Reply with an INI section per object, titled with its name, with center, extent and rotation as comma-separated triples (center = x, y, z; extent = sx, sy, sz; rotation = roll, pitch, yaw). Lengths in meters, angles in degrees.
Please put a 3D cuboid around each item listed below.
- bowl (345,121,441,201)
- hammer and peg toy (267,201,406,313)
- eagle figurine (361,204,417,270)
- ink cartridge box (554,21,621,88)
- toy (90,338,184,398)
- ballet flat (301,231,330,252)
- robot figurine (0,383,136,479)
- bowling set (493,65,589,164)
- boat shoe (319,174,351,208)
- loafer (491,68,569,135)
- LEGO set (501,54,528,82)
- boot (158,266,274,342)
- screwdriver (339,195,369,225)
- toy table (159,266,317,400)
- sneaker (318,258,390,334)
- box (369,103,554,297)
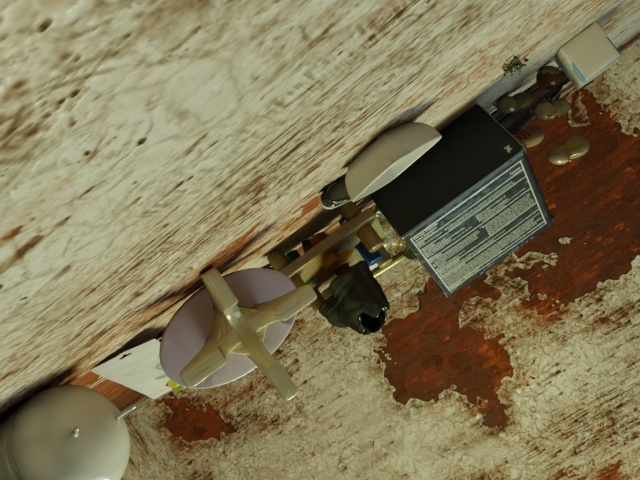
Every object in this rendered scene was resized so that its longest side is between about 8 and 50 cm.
[bowl]
center = 0.107, -0.131, 1.013
extent = 0.142, 0.053, 0.142
rotation = -29, 172, -45
[hammer and peg toy]
center = 0.043, 0.046, 1.471
extent = 0.266, 0.127, 0.361
rotation = -36, 163, 3
[eagle figurine]
center = 0.205, -0.056, 1.630
extent = 0.226, 0.225, 0.298
rotation = -16, 175, -36
[ink cartridge box]
center = 0.585, -0.401, 1.432
extent = 0.090, 0.092, 0.143
rotation = -37, 174, 14
[toy]
center = -0.337, 0.244, 1.298
extent = 0.137, 0.056, 0.237
rotation = -27, 146, 3
[ballet flat]
center = 0.000, 0.000, 1.541
extent = 0.114, 0.041, 0.041
rotation = -15, 162, -41
[robot figurine]
center = -0.455, 0.370, 1.070
extent = 0.353, 0.199, 0.300
rotation = -38, 179, 23
[bowling set]
center = 0.474, -0.296, 1.496
extent = 0.287, 0.199, 0.154
rotation = 16, -152, 38
[boat shoe]
center = 0.055, -0.092, 1.084
extent = 0.125, 0.046, 0.038
rotation = -25, 176, -21
[loafer]
center = 0.558, -0.345, 1.737
extent = 0.303, 0.095, 0.109
rotation = -35, 175, -10
[LEGO set]
center = 0.331, -0.303, 1.120
extent = 0.054, 0.023, 0.083
rotation = -38, 161, 5
[boot]
center = -0.217, 0.172, 1.481
extent = 0.223, 0.118, 0.338
rotation = -31, 171, 34
[screwdriver]
center = 0.092, -0.088, 1.535
extent = 0.024, 0.025, 0.170
rotation = -29, 163, -45
[toy table]
center = -0.139, 0.157, 1.113
extent = 0.274, 0.252, 0.161
rotation = -47, -166, -14
[sneaker]
center = 0.075, 0.149, 1.369
extent = 0.109, 0.130, 0.286
rotation = -33, 164, -14
[box]
center = 0.304, -0.078, 1.398
extent = 0.296, 0.182, 0.294
rotation = -36, 140, 6
